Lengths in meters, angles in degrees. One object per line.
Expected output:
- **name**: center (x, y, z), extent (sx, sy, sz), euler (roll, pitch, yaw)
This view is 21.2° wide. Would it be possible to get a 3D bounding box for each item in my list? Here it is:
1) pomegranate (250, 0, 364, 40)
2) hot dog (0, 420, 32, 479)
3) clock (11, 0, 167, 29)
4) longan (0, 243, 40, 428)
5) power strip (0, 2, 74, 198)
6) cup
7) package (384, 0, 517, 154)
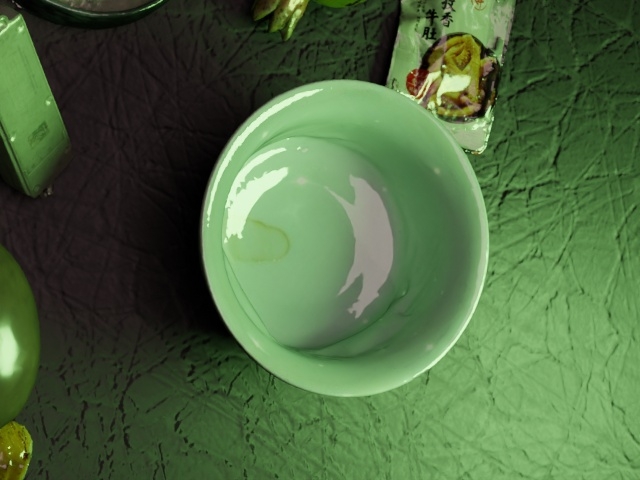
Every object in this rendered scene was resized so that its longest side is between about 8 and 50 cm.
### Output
- **pomegranate**: center (-0.001, -0.324, 1.956), extent (0.159, 0.159, 0.205), euler (35, 101, -19)
- **hot dog**: center (-0.438, 0.216, 1.766), extent (0.289, 0.068, 0.083), euler (4, 78, -23)
- **clock**: center (-0.252, -0.373, 1.891), extent (0.281, 0.055, 0.280), euler (2, 86, -24)
- **longan**: center (-0.395, 0.092, 1.709), extent (0.246, 0.215, 0.246), euler (1, 67, -2)
- **power strip**: center (-0.318, -0.144, 1.760), extent (0.052, 0.272, 0.078), euler (29, 65, 24)
- **cup**: center (0.000, 0.000, 1.923), extent (0.347, 0.163, 0.347), euler (1, 87, -25)
- **package**: center (0.155, -0.236, 2.080), extent (0.154, 0.030, 0.239), euler (14, 82, -21)
